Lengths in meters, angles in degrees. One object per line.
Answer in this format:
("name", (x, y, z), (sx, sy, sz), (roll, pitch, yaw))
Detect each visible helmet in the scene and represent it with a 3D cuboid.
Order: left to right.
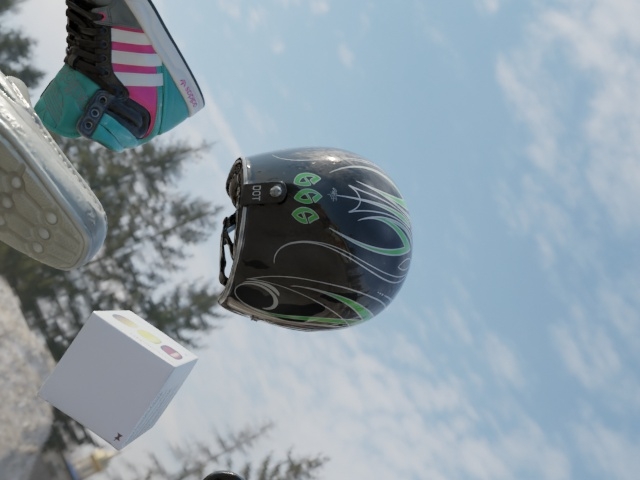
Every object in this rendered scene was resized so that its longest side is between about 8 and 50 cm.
("helmet", (0.000, 0.000, 0.840), (0.169, 0.161, 0.169), (-172, -90, -77))

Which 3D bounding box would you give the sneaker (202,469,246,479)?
("sneaker", (-0.055, 0.329, 0.868), (0.146, 0.102, 0.293), (84, -19, -48))

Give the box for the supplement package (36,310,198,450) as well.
("supplement package", (-0.276, 0.189, 1.395), (0.139, 0.134, 0.244), (34, -3, 1))

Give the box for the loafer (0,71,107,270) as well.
("loafer", (-0.294, -0.106, 0.880), (0.319, 0.111, 0.112), (46, -53, 8))

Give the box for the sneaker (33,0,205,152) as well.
("sneaker", (-0.271, -0.211, 1.153), (0.124, 0.178, 0.295), (36, -17, 43))
